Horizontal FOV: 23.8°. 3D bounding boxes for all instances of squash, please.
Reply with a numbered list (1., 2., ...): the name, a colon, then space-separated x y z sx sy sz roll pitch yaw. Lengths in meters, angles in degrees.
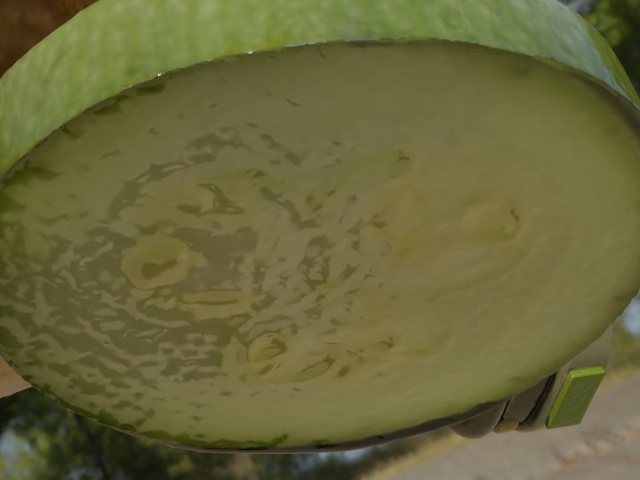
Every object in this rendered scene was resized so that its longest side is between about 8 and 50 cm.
1. squash: 0.000 0.000 0.554 0.252 0.049 0.252 -6 -37 -4

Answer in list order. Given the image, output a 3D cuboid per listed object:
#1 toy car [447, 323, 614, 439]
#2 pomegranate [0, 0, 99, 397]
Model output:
1. toy car: 0.091 0.034 1.162 0.198 0.248 0.204 -5 -42 -20
2. pomegranate: -0.233 -0.070 0.833 0.338 0.338 0.338 -23 -13 -6
